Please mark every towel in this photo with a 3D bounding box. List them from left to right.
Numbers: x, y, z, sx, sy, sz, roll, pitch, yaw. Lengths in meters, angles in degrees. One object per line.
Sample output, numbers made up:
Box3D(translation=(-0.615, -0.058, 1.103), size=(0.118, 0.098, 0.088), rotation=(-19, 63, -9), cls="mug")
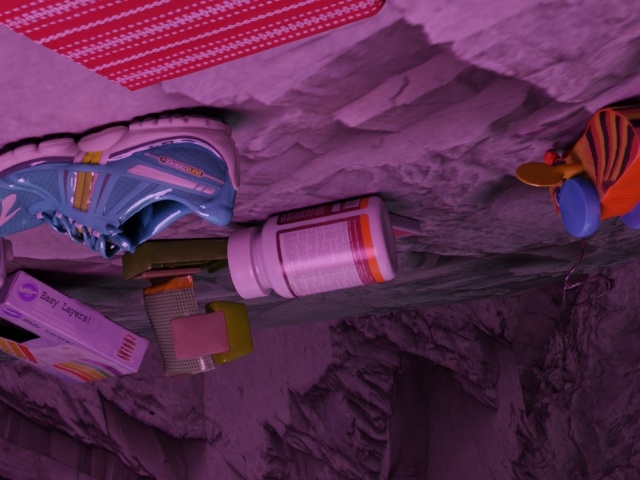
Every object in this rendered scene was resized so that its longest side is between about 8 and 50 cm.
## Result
Box3D(translation=(-0.084, -0.151, 0.463), size=(0.199, 0.031, 0.275), rotation=(-13, 171, 14), cls="towel")

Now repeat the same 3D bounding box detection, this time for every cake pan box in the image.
Box3D(translation=(-0.462, 0.152, 1.464), size=(0.267, 0.070, 0.246), rotation=(36, 144, -31), cls="cake pan box")

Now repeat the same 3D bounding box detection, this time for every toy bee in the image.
Box3D(translation=(0.312, -0.071, 1.034), size=(0.195, 0.162, 0.298), rotation=(5, 140, -27), cls="toy bee")

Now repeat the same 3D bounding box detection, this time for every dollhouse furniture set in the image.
Box3D(translation=(-0.258, 0.125, 1.410), size=(0.151, 0.197, 0.302), rotation=(-5, 170, -35), cls="dollhouse furniture set")

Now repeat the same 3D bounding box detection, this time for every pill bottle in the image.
Box3D(translation=(-0.010, 0.015, 1.225), size=(0.221, 0.121, 0.121), rotation=(-11, 170, 13), cls="pill bottle")

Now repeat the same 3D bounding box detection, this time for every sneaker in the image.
Box3D(translation=(-0.203, -0.037, 0.780), size=(0.275, 0.109, 0.107), rotation=(-11, 170, 17), cls="sneaker")

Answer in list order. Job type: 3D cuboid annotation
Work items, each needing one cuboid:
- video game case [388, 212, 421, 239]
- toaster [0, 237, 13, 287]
Box3D(translation=(0.000, 0.000, 1.438), size=(0.285, 0.025, 0.204), rotation=(-13, 170, 26), cls="video game case")
Box3D(translation=(-0.416, 0.012, 0.834), size=(0.147, 0.129, 0.227), rotation=(-21, 163, 35), cls="toaster")
